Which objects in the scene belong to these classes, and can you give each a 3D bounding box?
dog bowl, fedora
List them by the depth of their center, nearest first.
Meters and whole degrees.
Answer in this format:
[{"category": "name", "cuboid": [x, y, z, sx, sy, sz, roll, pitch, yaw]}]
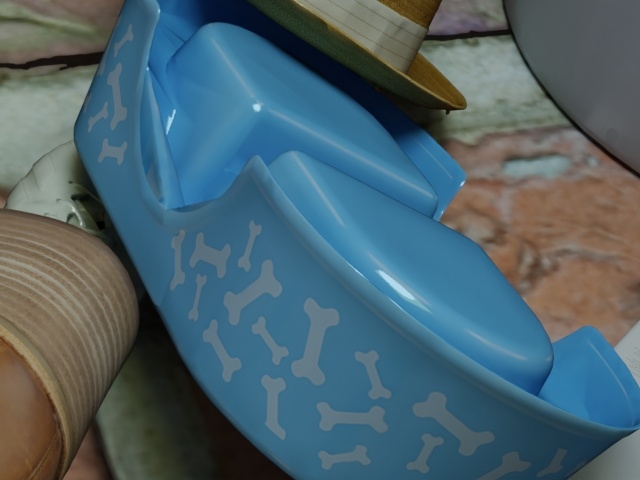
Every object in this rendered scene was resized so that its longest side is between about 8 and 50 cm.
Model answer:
[{"category": "dog bowl", "cuboid": [0.000, 0.000, 0.648, 0.166, 0.074, 0.297, 26, 19, -35]}, {"category": "fedora", "cuboid": [0.008, -0.134, 0.783, 0.194, 0.079, 0.194, 34, 11, -8]}]

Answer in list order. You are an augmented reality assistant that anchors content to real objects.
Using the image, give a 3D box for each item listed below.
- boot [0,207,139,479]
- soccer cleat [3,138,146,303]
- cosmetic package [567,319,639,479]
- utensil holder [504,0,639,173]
[{"category": "boot", "cuboid": [-0.210, 0.068, 0.484, 0.284, 0.109, 0.220, 4, 26, 18]}, {"category": "soccer cleat", "cuboid": [-0.108, 0.017, 0.663, 0.068, 0.076, 0.196, 22, 45, 4]}, {"category": "cosmetic package", "cuboid": [0.201, 0.124, 0.658, 0.239, 0.060, 0.099, 34, 26, 15]}, {"category": "utensil holder", "cuboid": [0.283, -0.233, 0.804, 0.328, 0.385, 0.327, 9, 47, -9]}]
